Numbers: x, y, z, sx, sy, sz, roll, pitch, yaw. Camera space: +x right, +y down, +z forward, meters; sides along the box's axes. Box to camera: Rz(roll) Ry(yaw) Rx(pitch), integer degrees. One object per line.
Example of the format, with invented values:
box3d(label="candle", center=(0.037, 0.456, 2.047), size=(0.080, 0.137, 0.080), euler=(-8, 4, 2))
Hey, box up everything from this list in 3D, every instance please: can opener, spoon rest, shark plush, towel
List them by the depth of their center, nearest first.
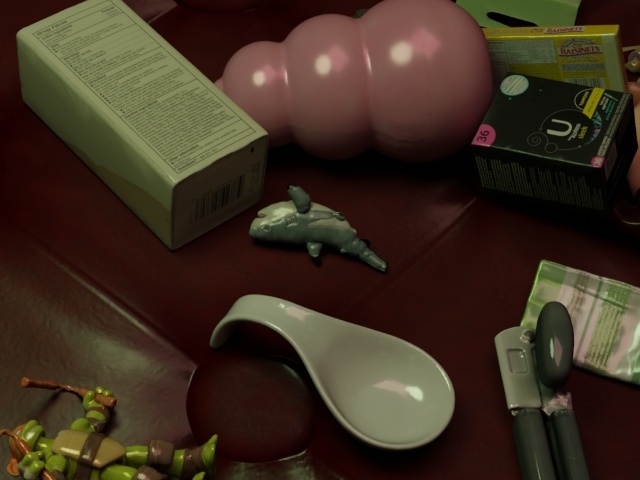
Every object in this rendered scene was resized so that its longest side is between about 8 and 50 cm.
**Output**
box3d(label="can opener", center=(0.240, 0.195, 1.495), size=(0.074, 0.093, 0.280), euler=(1, 54, -8))
box3d(label="spoon rest", center=(0.013, 0.133, 1.516), size=(0.276, 0.084, 0.137), euler=(24, 51, 14))
box3d(label="towel", center=(0.306, 0.091, 1.606), size=(0.152, 0.023, 0.113), euler=(18, 71, 9))
box3d(label="shark plush", center=(0.000, 0.000, 1.669), size=(0.161, 0.073, 0.067), euler=(29, 69, -9))

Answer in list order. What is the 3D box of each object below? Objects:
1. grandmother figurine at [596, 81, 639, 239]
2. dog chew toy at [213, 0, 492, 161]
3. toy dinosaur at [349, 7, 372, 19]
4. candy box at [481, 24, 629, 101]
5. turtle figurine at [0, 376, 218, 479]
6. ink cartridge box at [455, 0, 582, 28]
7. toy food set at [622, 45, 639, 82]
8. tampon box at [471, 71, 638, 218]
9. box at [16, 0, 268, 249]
box3d(label="grandmother figurine", center=(0.419, -0.053, 1.722), size=(0.208, 0.104, 0.342), euler=(-3, 47, 3))
box3d(label="dog chew toy", center=(0.036, -0.188, 1.727), size=(0.332, 0.206, 0.206), euler=(-7, 50, -3))
box3d(label="toy dinosaur", center=(0.118, -0.284, 1.906), size=(0.268, 0.064, 0.118), euler=(-20, 48, -27))
box3d(label="candy box", center=(0.280, -0.222, 1.797), size=(0.206, 0.105, 0.027), euler=(3, 42, 24))
box3d(label="turtle figurine", center=(-0.218, 0.219, 1.380), size=(0.217, 0.087, 0.269), euler=(13, 13, 5))
box3d(label="ink cartridge box", center=(0.285, -0.364, 1.975), size=(0.171, 0.056, 0.235), euler=(16, 38, 6))
box3d(label="toy food set", center=(0.455, -0.228, 1.926), size=(0.078, 0.019, 0.122), euler=(-9, 51, -15))
box3d(label="tampon box", center=(0.280, -0.114, 1.689), size=(0.161, 0.101, 0.120), euler=(13, 58, 25))
box3d(label="box", center=(-0.216, -0.149, 1.701), size=(0.148, 0.121, 0.311), euler=(-30, 59, -29))
